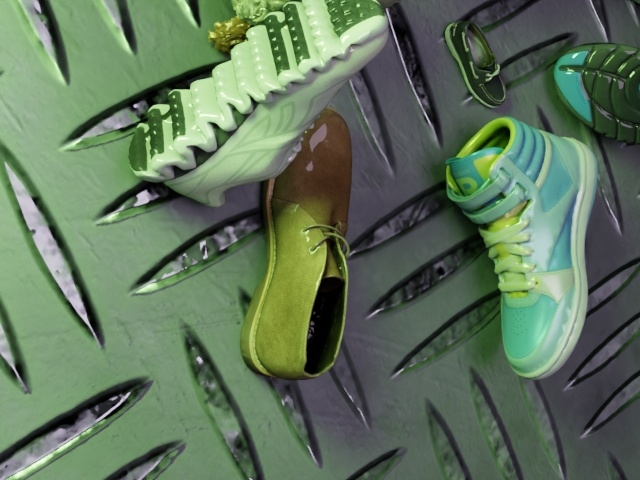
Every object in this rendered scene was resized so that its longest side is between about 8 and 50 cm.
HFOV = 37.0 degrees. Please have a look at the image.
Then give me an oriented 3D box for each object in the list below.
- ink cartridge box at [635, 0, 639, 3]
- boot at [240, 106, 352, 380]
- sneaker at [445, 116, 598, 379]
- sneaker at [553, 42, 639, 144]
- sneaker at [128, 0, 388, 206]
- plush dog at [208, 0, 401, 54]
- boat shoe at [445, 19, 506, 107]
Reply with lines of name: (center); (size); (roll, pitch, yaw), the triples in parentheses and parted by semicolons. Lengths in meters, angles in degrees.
ink cartridge box: (0.496, -0.406, 1.296); (0.278, 0.201, 0.117); (18, 80, -32)
boot: (0.000, 0.000, 1.025); (0.112, 0.115, 0.305); (13, 82, -31)
sneaker: (0.225, -0.002, 1.171); (0.208, 0.127, 0.319); (21, 70, -34)
sneaker: (0.468, -0.203, 1.342); (0.340, 0.140, 0.125); (12, 113, -16)
sneaker: (-0.047, -0.131, 0.924); (0.118, 0.292, 0.110); (39, 32, -37)
plush dog: (-0.051, -0.331, 0.975); (0.262, 0.210, 0.225); (-11, 82, -61)
boat shoe: (0.203, -0.222, 1.201); (0.046, 0.038, 0.125); (-42, 112, -26)
